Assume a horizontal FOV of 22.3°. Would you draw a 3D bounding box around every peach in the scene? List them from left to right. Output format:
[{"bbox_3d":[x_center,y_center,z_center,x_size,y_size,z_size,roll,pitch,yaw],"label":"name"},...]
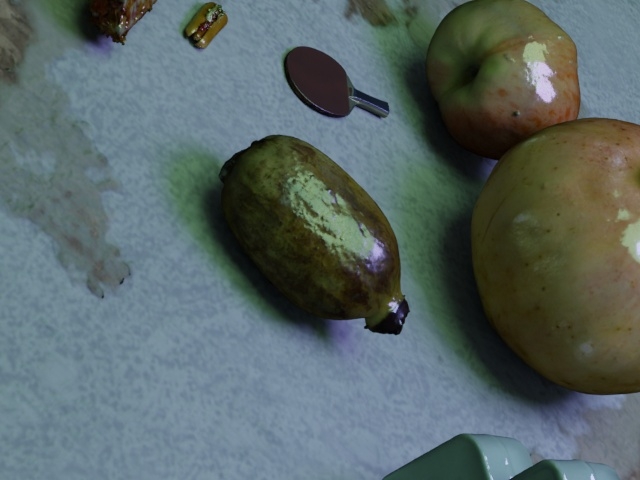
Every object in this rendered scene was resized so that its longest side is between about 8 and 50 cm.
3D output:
[{"bbox_3d":[0.249,-0.208,2.083,0.232,0.232,0.232,27,46,-31],"label":"peach"}]

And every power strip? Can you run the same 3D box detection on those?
[{"bbox_3d":[0.197,0.302,1.600,0.141,0.261,0.229,8,57,-41],"label":"power strip"}]

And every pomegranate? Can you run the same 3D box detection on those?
[{"bbox_3d":[0.347,0.008,1.919,0.338,0.338,0.338,27,46,-31],"label":"pomegranate"}]

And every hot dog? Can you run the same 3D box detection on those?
[{"bbox_3d":[-0.128,-0.250,1.866,0.037,0.021,0.083,44,40,-15],"label":"hot dog"}]

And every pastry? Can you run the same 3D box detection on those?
[{"bbox_3d":[-0.207,-0.277,1.758,0.063,0.087,0.169,19,39,10],"label":"pastry"}]

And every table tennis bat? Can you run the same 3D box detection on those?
[{"bbox_3d":[0.020,-0.185,1.979,0.158,0.014,0.095,20,48,-33],"label":"table tennis bat"}]

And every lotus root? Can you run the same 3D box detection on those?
[{"bbox_3d":[0.000,0.000,1.729,0.260,0.128,0.145,46,52,-2],"label":"lotus root"}]
